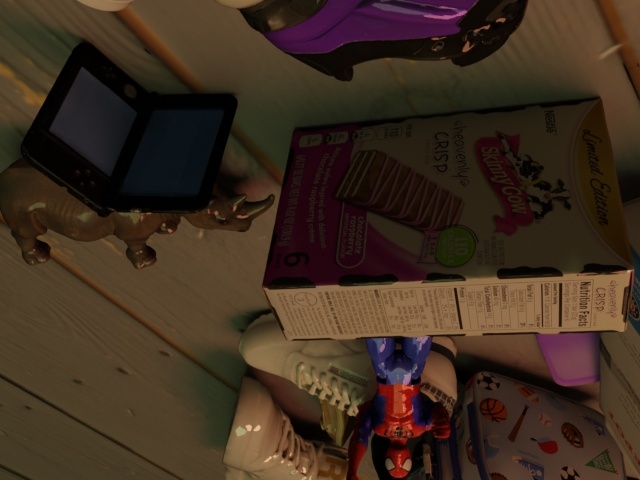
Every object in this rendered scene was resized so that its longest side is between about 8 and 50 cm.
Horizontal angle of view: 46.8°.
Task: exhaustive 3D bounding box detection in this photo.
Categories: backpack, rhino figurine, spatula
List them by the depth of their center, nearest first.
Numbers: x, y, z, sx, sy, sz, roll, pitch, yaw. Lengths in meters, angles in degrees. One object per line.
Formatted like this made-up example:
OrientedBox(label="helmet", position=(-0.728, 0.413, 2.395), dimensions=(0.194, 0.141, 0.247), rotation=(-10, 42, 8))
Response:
OrientedBox(label="rhino figurine", position=(-0.158, -0.030, 0.624), dimensions=(0.243, 0.073, 0.106), rotation=(-1, 143, 9))
OrientedBox(label="spatula", position=(0.213, 0.046, 0.678), dimensions=(0.084, 0.030, 0.296), rotation=(-16, 134, 26))
OrientedBox(label="backpack", position=(0.202, 0.289, 0.793), dimensions=(0.277, 0.263, 0.213), rotation=(17, 140, -9))

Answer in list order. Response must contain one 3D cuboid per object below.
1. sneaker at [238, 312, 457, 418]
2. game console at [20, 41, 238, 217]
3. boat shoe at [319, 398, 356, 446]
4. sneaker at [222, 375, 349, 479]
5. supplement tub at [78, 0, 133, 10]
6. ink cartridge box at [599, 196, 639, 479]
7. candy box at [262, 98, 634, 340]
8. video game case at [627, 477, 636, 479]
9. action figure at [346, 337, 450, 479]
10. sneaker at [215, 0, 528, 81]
OrientedBox(label="sneaker", position=(0.026, 0.135, 0.773), dimensions=(0.235, 0.094, 0.090), rotation=(6, 142, 6))
OrientedBox(label="game console", position=(-0.128, -0.082, 0.515), dimensions=(0.071, 0.122, 0.107), rotation=(-24, 130, 33))
OrientedBox(label="boat shoe", position=(0.018, 0.193, 0.881), dimensions=(0.048, 0.056, 0.153), rotation=(22, 147, 22))
OrientedBox(label="sneaker", position=(-0.032, 0.259, 0.924), dimensions=(0.169, 0.108, 0.292), rotation=(13, 151, 3))
OrientedBox(label="supplement tub", position=(-0.108, -0.190, 0.420), dimensions=(0.071, 0.071, 0.107), rotation=(35, 135, -28))
OrientedBox(label="ink cartridge box", position=(0.331, 0.129, 0.587), dimensions=(0.129, 0.223, 0.307), rotation=(-21, 136, 2))
OrientedBox(label="candy box", position=(0.087, -0.014, 0.527), dimensions=(0.233, 0.159, 0.071), rotation=(-4, 139, 14))
OrientedBox(label="video game case", position=(0.316, 0.386, 1.070), dimensions=(0.275, 0.035, 0.248), rotation=(15, 141, -6))
OrientedBox(label="action figure", position=(0.066, 0.121, 0.638), dimensions=(0.091, 0.139, 0.280), rotation=(0, 119, 7))
OrientedBox(label="sneaker", position=(0.085, -0.172, 0.393), dimensions=(0.293, 0.102, 0.146), rotation=(-18, 138, 36))
